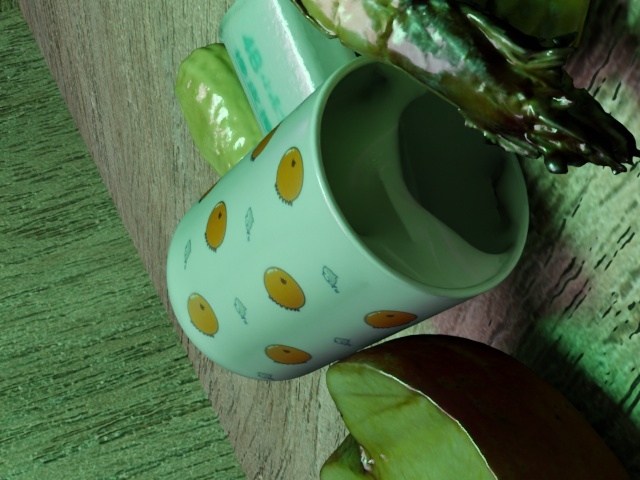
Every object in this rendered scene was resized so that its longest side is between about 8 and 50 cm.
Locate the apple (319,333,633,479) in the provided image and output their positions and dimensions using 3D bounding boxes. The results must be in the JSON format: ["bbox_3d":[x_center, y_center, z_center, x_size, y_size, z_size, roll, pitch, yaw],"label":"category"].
[{"bbox_3d":[0.132,0.259,0.938,0.329,0.295,0.365,31,-167,-51],"label":"apple"}]

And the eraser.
[{"bbox_3d":[-0.005,-0.134,1.186,0.189,0.104,0.290,-30,81,63],"label":"eraser"}]

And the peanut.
[{"bbox_3d":[-0.070,-0.110,1.357,0.319,0.147,0.147,56,158,17],"label":"peanut"}]

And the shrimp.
[{"bbox_3d":[0.109,-0.164,0.687,0.289,0.075,0.178,36,124,10],"label":"shrimp"}]

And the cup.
[{"bbox_3d":[0.000,0.000,0.978,0.317,0.212,0.212,-33,77,50],"label":"cup"}]

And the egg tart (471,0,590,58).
[{"bbox_3d":[0.086,-0.240,0.792,0.297,0.132,0.297,165,90,-74],"label":"egg tart"}]
